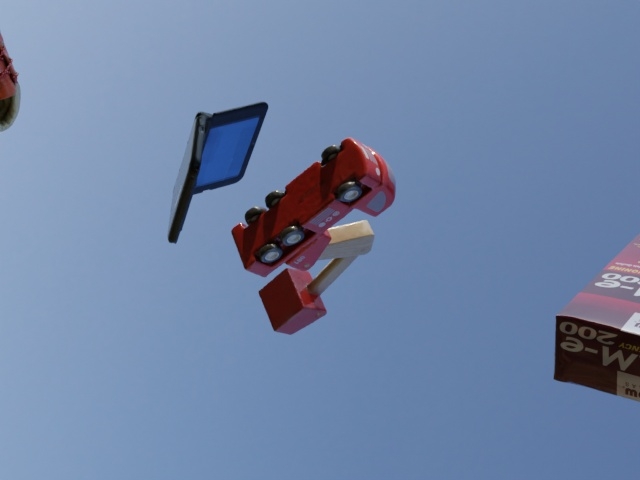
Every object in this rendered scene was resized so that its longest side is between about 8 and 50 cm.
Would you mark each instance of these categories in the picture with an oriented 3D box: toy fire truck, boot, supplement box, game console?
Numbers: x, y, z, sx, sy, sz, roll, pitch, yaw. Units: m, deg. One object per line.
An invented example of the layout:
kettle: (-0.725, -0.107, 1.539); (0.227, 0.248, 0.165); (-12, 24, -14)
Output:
toy fire truck: (0.000, 0.000, 1.073); (0.192, 0.135, 0.047); (-38, -124, 22)
boot: (-0.272, -0.157, 1.016); (0.085, 0.059, 0.158); (40, -35, 18)
supplement box: (0.321, 0.059, 1.144); (0.130, 0.239, 0.073); (13, -58, 33)
game console: (-0.099, -0.065, 1.223); (0.122, 0.071, 0.107); (114, -17, -48)
